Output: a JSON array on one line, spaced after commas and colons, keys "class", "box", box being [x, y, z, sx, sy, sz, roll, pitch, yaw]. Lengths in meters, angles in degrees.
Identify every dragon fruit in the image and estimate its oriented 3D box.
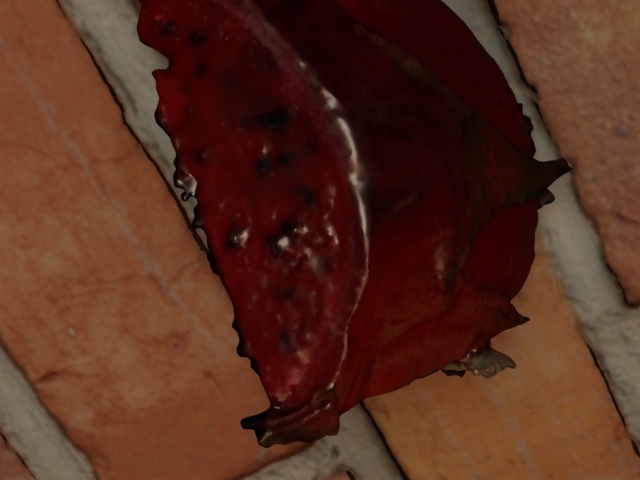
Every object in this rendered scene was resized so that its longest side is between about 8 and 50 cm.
[{"class": "dragon fruit", "box": [0.040, -0.073, 0.697, 0.282, 0.100, 0.344, -16, 81, -33]}]

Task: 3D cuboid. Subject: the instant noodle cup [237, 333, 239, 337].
[{"class": "instant noodle cup", "box": [0.000, 0.001, 0.784, 0.127, 0.127, 0.136, -2, 103, -1]}]
